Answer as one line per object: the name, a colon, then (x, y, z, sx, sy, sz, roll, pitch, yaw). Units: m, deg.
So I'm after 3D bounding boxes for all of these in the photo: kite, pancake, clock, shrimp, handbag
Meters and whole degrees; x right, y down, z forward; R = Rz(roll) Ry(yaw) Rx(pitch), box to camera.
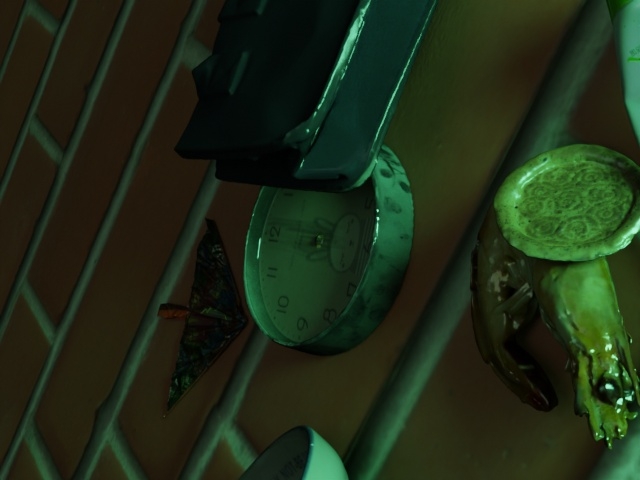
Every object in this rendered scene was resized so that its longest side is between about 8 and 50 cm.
kite: (-0.136, 0.089, 1.182, 0.189, 0.009, 0.232, 4, 82, 54)
pancake: (0.177, -0.026, 0.749, 0.115, 0.011, 0.115, -13, 47, 15)
clock: (0.000, 0.000, 1.003, 0.215, 0.042, 0.215, -22, 61, 48)
shrimp: (0.158, 0.059, 0.761, 0.133, 0.053, 0.236, -47, 40, 28)
handbag: (-0.003, -0.205, 0.991, 0.269, 0.118, 0.326, 10, 73, 54)

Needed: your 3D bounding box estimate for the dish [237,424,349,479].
dish: (-0.036, 0.302, 0.882, 0.273, 0.134, 0.273, -53, 9, 12)

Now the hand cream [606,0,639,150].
hand cream: (0.245, -0.069, 0.705, 0.079, 0.050, 0.275, 113, 149, -62)
